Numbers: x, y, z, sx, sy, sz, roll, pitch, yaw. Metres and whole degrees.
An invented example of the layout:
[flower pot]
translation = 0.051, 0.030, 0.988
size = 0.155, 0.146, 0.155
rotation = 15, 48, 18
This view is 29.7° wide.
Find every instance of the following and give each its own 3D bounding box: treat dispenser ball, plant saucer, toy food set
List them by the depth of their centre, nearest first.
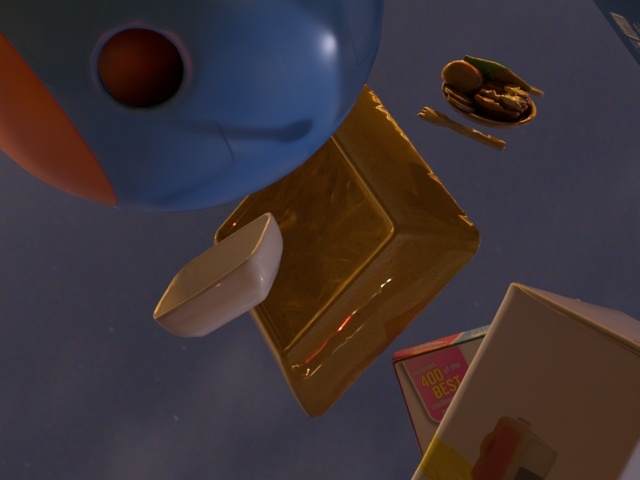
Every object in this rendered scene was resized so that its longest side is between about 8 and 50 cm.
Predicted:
[treat dispenser ball]
translation = -0.102, -0.161, 0.771
size = 0.288, 0.288, 0.288
rotation = -10, -127, 14
[toy food set]
translation = 0.210, -0.185, 1.511
size = 0.132, 0.038, 0.192
rotation = 24, -143, 12
[plant saucer]
translation = 0.000, 0.000, 1.556
size = 0.333, 0.081, 0.332
rotation = -49, -130, 20

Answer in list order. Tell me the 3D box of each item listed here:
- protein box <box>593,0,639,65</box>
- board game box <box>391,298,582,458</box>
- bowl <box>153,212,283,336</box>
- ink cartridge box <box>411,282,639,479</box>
[protein box]
translation = 0.460, -0.291, 1.468
size = 0.136, 0.200, 0.201
rotation = -52, -140, -2
[board game box]
translation = 0.248, 0.256, 1.461
size = 0.242, 0.064, 0.316
rotation = -17, -88, 8
[bowl]
translation = -0.099, 0.043, 1.270
size = 0.142, 0.053, 0.142
rotation = -31, -163, 20
[ink cartridge box]
translation = 0.194, 0.247, 1.049
size = 0.160, 0.279, 0.384
rotation = 31, -81, 31
